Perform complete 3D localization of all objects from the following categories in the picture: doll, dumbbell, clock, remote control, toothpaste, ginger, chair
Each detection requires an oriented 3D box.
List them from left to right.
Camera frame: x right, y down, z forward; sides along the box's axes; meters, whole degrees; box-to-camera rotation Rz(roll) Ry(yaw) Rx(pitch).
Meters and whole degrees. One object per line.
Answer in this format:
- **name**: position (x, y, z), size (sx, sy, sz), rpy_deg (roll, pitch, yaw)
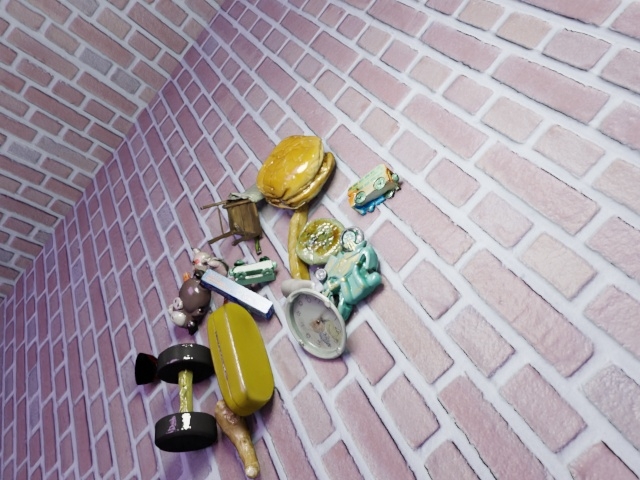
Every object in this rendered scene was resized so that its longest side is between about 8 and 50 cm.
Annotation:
- **dumbbell**: position (-0.463, 0.540, 1.806), size (0.204, 0.204, 0.322), rpy_deg (-33, 48, 26)
- **doll**: position (-0.508, 0.245, 2.063), size (0.257, 0.117, 0.182), rpy_deg (-54, 50, 19)
- **doll**: position (-0.449, 0.105, 2.111), size (0.192, 0.149, 0.095), rpy_deg (11, 34, 39)
- **toothpaste**: position (-0.290, 0.189, 1.837), size (0.272, 0.066, 0.053), rpy_deg (26, 65, 15)
- **ginger**: position (-0.253, 0.610, 1.630), size (0.086, 0.131, 0.294), rpy_deg (-20, 40, -21)
- **chair**: position (-0.293, -0.108, 2.045), size (0.160, 0.319, 0.186), rpy_deg (2, 110, 36)
- **remote control**: position (-0.075, 0.163, 1.684), size (0.229, 0.044, 0.073), rpy_deg (-2, 98, 62)
- **clock**: position (-0.007, 0.244, 1.579), size (0.236, 0.053, 0.236), rpy_deg (18, 120, 34)

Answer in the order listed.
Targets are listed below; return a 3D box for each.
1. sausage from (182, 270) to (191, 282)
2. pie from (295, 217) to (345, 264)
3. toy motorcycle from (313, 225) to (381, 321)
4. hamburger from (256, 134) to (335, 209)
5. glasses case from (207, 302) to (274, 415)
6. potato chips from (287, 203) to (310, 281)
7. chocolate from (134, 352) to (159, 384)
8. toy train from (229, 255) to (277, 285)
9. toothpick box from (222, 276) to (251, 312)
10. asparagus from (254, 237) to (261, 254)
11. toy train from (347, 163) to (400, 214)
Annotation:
- **sausage**: position (-0.565, 0.179, 2.235), size (0.034, 0.034, 0.129), rpy_deg (-40, 45, 20)
- **pie**: position (0.000, 0.000, 1.757), size (0.187, 0.041, 0.186), rpy_deg (-11, 57, 18)
- **toy motorcycle**: position (0.092, 0.115, 1.604), size (0.198, 0.109, 0.296), rpy_deg (32, 98, 35)
- **hamburger**: position (-0.094, -0.251, 1.915), size (0.319, 0.158, 0.318), rpy_deg (-30, 39, 27)
- **glasses case**: position (-0.268, 0.392, 1.721), size (0.141, 0.173, 0.371), rpy_deg (-39, 52, 22)
- **potato chips**: position (-0.071, 0.046, 1.820), size (0.080, 0.057, 0.407), rpy_deg (-26, 51, 28)
- **chocolate**: position (-0.684, 0.529, 2.117), size (0.149, 0.080, 0.125), rpy_deg (22, 95, 41)
- **toy train**: position (-0.239, 0.113, 1.872), size (0.172, 0.099, 0.070), rpy_deg (-9, 50, -9)
- **toothpick box**: position (-0.307, 0.220, 1.916), size (0.098, 0.098, 0.149), rpy_deg (-19, 54, 35)
- **asparagus**: position (-0.259, -0.036, 2.076), size (0.022, 0.023, 0.233), rpy_deg (-7, 51, -10)
- **toy train**: position (0.174, -0.167, 1.702), size (0.188, 0.072, 0.099), rpy_deg (-36, 41, 24)
